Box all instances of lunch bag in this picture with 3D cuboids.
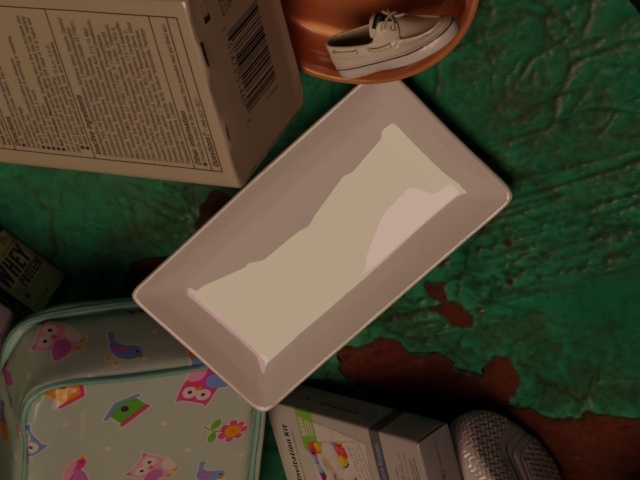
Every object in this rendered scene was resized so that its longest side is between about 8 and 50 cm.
[{"bbox_3d":[-0.153,0.167,1.579,0.224,0.108,0.279,-9,137,-18],"label":"lunch bag"}]

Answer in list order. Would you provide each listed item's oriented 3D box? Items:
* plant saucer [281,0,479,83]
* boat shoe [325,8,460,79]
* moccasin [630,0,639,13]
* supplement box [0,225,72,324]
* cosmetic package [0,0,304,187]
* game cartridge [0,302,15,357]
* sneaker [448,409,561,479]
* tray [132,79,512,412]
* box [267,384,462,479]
[{"bbox_3d":[0.017,-0.199,1.305,0.200,0.037,0.200,11,132,13],"label":"plant saucer"},{"bbox_3d":[0.047,-0.140,1.294,0.100,0.035,0.035,-12,125,37],"label":"boat shoe"},{"bbox_3d":[0.330,-0.205,1.125,0.342,0.138,0.117,-8,111,42],"label":"moccasin"},{"bbox_3d":[-0.271,0.046,1.605,0.083,0.056,0.083,37,132,-10],"label":"supplement box"},{"bbox_3d":[-0.182,-0.141,1.351,0.309,0.113,0.160,8,132,27],"label":"cosmetic package"},{"bbox_3d":[-0.359,0.093,1.624,0.198,0.062,0.297,37,149,0],"label":"game cartridge"},{"bbox_3d":[0.141,0.259,1.586,0.153,0.101,0.268,-20,121,30],"label":"sneaker"},{"bbox_3d":[0.000,0.000,1.429,0.270,0.030,0.145,-42,104,19],"label":"tray"},{"bbox_3d":[0.043,0.200,1.554,0.186,0.038,0.145,11,123,48],"label":"box"}]
